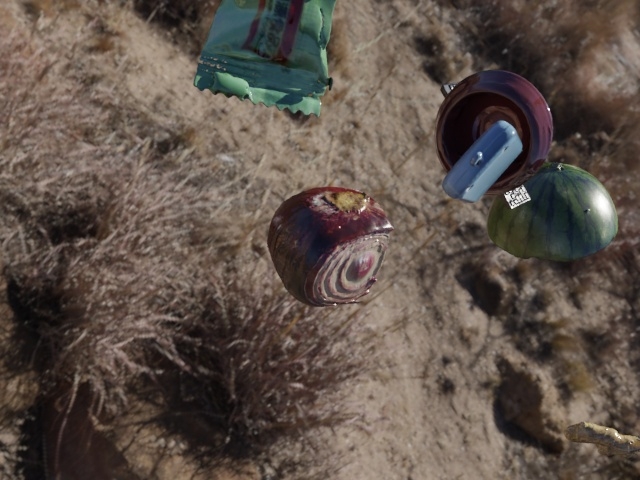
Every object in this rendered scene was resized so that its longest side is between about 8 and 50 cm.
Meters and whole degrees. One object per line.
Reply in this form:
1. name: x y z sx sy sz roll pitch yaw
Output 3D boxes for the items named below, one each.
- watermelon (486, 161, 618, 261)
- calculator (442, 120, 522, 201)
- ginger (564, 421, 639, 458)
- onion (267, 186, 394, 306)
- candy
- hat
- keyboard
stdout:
1. watermelon: 0.591 -0.097 1.910 0.331 0.330 0.190 -69 144 -53
2. calculator: 0.224 -0.104 1.009 0.039 0.121 0.210 42 14 13
3. ginger: 0.730 0.493 1.778 0.287 0.089 0.075 15 23 -3
4. onion: -0.005 0.000 1.378 0.206 0.216 0.206 -10 44 -32
5. candy: -0.080 -0.448 1.413 0.262 0.398 0.172 12 -1 -7
6. hat: 0.282 -0.176 1.198 0.205 0.205 0.089 53 39 6
7. keyboard: 0.362 -0.212 1.626 0.100 0.018 0.310 -21 81 -44
